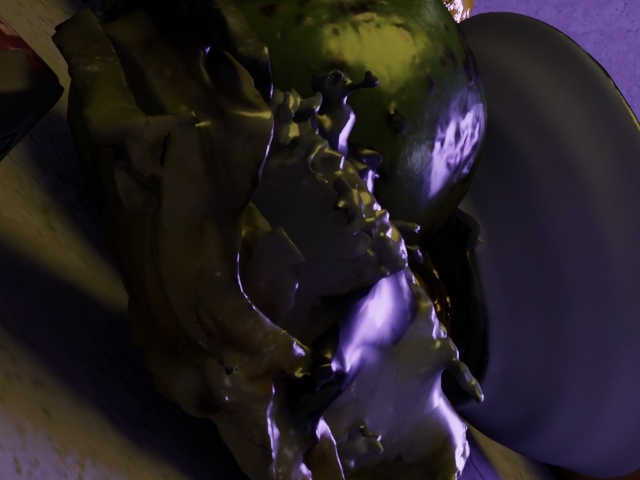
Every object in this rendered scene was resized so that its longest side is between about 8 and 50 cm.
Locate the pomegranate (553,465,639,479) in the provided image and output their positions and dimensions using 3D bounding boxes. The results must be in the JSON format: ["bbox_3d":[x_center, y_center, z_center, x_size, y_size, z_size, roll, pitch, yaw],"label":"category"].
[{"bbox_3d":[0.285,0.138,1.127,0.233,0.233,0.233,46,11,-11],"label":"pomegranate"}]

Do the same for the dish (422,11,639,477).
[{"bbox_3d":[0.098,0.014,0.869,0.316,0.106,0.316,166,-90,-69],"label":"dish"}]

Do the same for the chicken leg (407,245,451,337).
[{"bbox_3d":[-0.003,0.001,0.840,0.251,0.087,0.107,52,-13,51],"label":"chicken leg"}]

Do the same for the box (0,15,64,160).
[{"bbox_3d":[-0.198,-0.111,0.469,0.224,0.069,0.120,47,11,-3],"label":"box"}]

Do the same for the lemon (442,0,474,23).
[{"bbox_3d":[-0.016,-0.206,1.012,0.310,0.258,0.258,40,13,-28],"label":"lemon"}]

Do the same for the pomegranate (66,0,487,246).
[{"bbox_3d":[-0.018,-0.089,0.669,0.211,0.263,0.211,8,39,-6],"label":"pomegranate"}]

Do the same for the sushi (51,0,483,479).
[{"bbox_3d":[-0.007,0.026,0.545,0.139,0.131,0.291,59,-7,48],"label":"sushi"}]
